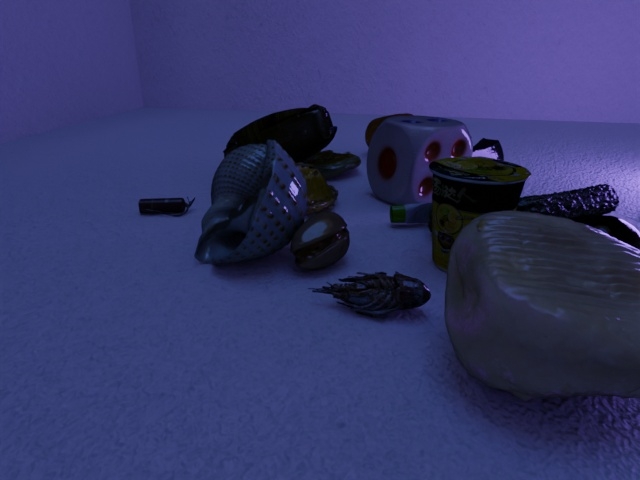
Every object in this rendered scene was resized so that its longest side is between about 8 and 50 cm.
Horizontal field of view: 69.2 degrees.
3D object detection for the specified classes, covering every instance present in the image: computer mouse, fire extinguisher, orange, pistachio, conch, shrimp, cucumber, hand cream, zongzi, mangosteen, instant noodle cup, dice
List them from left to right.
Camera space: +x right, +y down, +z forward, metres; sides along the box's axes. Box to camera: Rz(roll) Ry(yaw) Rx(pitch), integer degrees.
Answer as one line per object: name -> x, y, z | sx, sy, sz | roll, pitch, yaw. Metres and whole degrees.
fire extinguisher -> -0.452, -0.098, 1.368 | 0.157, 0.045, 0.078 | -2, 52, -8
conch -> -0.142, -0.075, 1.096 | 0.215, 0.320, 0.303 | 22, -10, -34
zongzi -> -0.129, -0.379, 1.730 | 0.403, 0.208, 0.432 | -22, 15, 11
pistachio -> 0.000, 0.000, 1.057 | 0.124, 0.125, 0.185 | 18, 33, 34
shrimp -> 0.090, 0.102, 0.878 | 0.232, 0.079, 0.090 | 1, 61, 8
orange -> 0.313, -0.450, 2.028 | 0.248, 0.184, 0.249 | -8, 6, 1
dice -> 0.312, -0.256, 1.484 | 0.251, 0.259, 0.243 | -11, 28, -28
hand cream -> 0.331, -0.076, 1.289 | 0.275, 0.050, 0.079 | -1, -13, -2
instant noodle cup -> 0.337, -0.055, 1.036 | 0.215, 0.236, 0.216 | 1, 24, 0
computer mouse -> 0.564, -0.251, 1.587 | 0.087, 0.168, 0.295 | 18, 31, 31
cucumber -> 0.688, -0.097, 1.322 | 0.359, 0.096, 0.096 | -10, 25, -21
mangosteen -> 0.531, 0.057, 0.881 | 0.194, 0.194, 0.231 | -7, 49, -17

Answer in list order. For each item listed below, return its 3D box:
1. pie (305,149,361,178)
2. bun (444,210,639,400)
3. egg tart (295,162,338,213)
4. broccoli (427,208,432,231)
pie -> 0.013, -0.301, 1.811 | 0.302, 0.067, 0.302 | -1, 22, 1
bun -> 0.351, 0.107, 0.707 | 0.360, 0.213, 0.361 | 5, 39, -4
egg tart -> -0.094, -0.171, 1.444 | 0.314, 0.120, 0.315 | 1, 23, -1
broccoli -> 0.361, -0.064, 1.199 | 0.162, 0.146, 0.138 | -15, 64, -5
